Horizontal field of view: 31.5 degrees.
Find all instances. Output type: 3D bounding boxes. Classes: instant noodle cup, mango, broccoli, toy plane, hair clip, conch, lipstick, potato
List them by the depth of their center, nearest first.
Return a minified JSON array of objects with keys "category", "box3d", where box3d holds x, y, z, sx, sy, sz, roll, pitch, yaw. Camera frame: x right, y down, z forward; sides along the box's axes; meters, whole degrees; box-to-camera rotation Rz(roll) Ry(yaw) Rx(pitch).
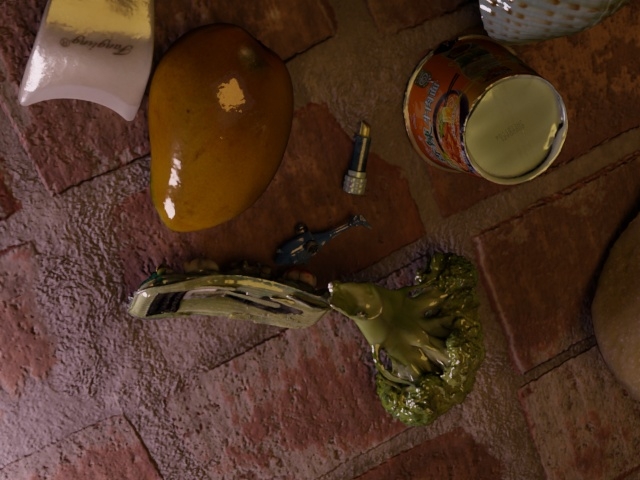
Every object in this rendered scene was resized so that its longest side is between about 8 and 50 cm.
[{"category":"hair clip","box3d":[-0.310,-0.300,1.575,0.172,0.113,0.282,8,107,-21]},{"category":"mango","box3d":[-0.151,-0.159,1.651,0.211,0.173,0.317,7,113,-20]},{"category":"conch","box3d":[0.379,-0.422,1.680,0.303,0.215,0.319,-17,125,-45]},{"category":"instant noodle cup","box3d":[0.264,-0.192,1.769,0.230,0.182,0.230,-6,111,-16]},{"category":"hair clip","box3d":[-0.138,0.075,1.781,0.321,0.138,0.091,7,63,-21]},{"category":"lipstick","box3d":[0.064,-0.132,1.806,0.037,0.037,0.116,8,102,-21]},{"category":"toy plane","box3d":[0.000,0.000,1.827,0.167,0.054,0.062,-27,140,-7]},{"category":"broccoli","box3d":[0.180,0.141,1.832,0.254,0.186,0.302,-41,139,-22]},{"category":"potato","box3d":[0.724,0.103,1.926,0.319,0.385,0.442,14,115,-35]}]
